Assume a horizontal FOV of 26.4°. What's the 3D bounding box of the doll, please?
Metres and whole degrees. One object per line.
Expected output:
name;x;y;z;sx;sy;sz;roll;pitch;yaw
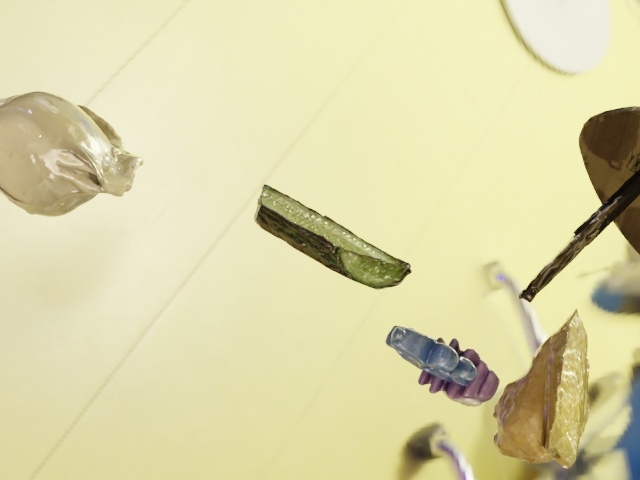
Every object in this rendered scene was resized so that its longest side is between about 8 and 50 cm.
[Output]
doll;0.133;0.135;1.494;0.206;0.110;0.067;34;81;-44

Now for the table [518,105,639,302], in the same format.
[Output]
table;0.360;0.036;1.409;0.317;0.317;0.249;49;53;-19

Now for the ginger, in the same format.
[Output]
ginger;0.268;0.177;1.648;0.115;0.122;0.193;39;57;-39

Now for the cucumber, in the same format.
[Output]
cucumber;0.000;0.000;1.600;0.070;0.220;0.046;-7;123;-65

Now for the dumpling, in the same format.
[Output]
dumpling;-0.240;-0.083;1.242;0.127;0.188;0.108;-26;134;-60
